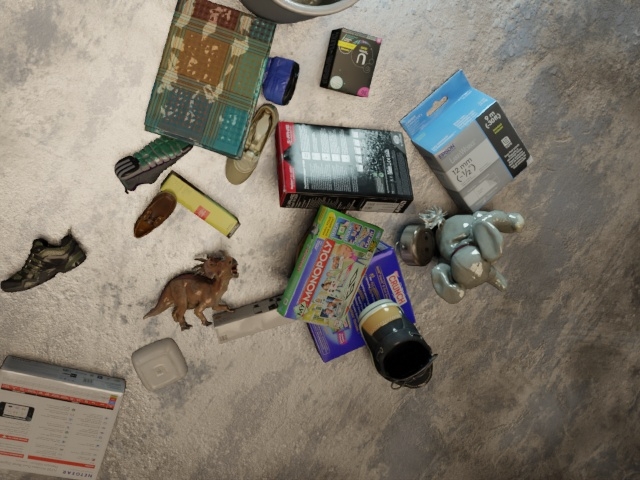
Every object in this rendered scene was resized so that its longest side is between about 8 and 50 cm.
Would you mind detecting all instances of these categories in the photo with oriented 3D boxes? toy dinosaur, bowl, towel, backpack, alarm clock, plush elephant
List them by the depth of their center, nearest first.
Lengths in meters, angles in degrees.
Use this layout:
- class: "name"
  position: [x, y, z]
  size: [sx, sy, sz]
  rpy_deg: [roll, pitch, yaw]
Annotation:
- class: "towel"
  position: [-0.288, -0.424, 1.539]
  size: [0.271, 0.040, 0.371]
  rpy_deg: [16, 96, -6]
- class: "backpack"
  position: [-0.114, -0.429, 1.597]
  size: [0.101, 0.098, 0.120]
  rpy_deg: [17, 102, 11]
- class: "toy dinosaur"
  position: [-0.359, 0.137, 1.679]
  size: [0.295, 0.127, 0.201]
  rpy_deg: [-11, 100, 1]
- class: "plush elephant"
  position: [0.449, 0.047, 1.726]
  size: [0.329, 0.256, 0.272]
  rpy_deg: [20, 129, -29]
- class: "bowl"
  position: [-0.475, 0.374, 1.744]
  size: [0.142, 0.053, 0.142]
  rpy_deg: [-23, 109, -6]
- class: "alarm clock"
  position: [0.289, 0.017, 1.803]
  size: [0.192, 0.064, 0.130]
  rpy_deg: [-7, 98, -44]

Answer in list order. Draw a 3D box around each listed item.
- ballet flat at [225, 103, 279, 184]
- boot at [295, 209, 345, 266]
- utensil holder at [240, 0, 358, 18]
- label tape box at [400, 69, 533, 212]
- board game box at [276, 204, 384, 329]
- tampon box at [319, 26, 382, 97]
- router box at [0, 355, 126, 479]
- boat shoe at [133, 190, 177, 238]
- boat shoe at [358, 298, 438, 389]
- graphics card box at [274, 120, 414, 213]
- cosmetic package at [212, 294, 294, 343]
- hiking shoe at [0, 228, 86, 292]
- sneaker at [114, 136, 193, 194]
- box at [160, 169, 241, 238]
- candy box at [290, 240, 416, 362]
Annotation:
- class: "ballet flat"
  position: [-0.190, -0.263, 1.628]
  size: [0.086, 0.086, 0.249]
  rpy_deg: [24, 98, -20]
- class: "boot"
  position: [0.000, 0.000, 1.682]
  size: [0.112, 0.115, 0.306]
  rpy_deg: [18, 79, 0]
- class: "utensil holder"
  position: [-0.057, -0.684, 1.384]
  size: [0.327, 0.385, 0.328]
  rpy_deg: [-4, 107, -14]
- class: "label tape box"
  position: [0.441, -0.294, 1.772]
  size: [0.249, 0.115, 0.348]
  rpy_deg: [-41, 113, -1]
- class: "board game box"
  position: [0.030, 0.081, 1.644]
  size: [0.213, 0.046, 0.318]
  rpy_deg: [18, 98, -38]
- class: "tampon box"
  position: [0.081, -0.487, 1.626]
  size: [0.120, 0.101, 0.161]
  rpy_deg: [9, 103, -16]
- class: "router box"
  position: [-0.767, 0.514, 1.689]
  size: [0.335, 0.082, 0.301]
  rpy_deg: [18, 100, -19]
- class: "boat shoe"
  position: [-0.445, -0.063, 1.584]
  size: [0.064, 0.060, 0.178]
  rpy_deg: [38, 125, -19]
- class: "boat shoe"
  position: [0.250, 0.355, 1.781]
  size: [0.186, 0.156, 0.500]
  rpy_deg: [-32, 140, 0]
- class: "graphics card box"
  position: [0.062, -0.202, 1.644]
  size: [0.370, 0.094, 0.233]
  rpy_deg: [1, 64, -15]
- class: "cosmetic package"
  position: [-0.197, 0.229, 1.755]
  size: [0.238, 0.099, 0.061]
  rpy_deg: [-16, 106, -11]
- class: "hiking shoe"
  position: [-0.750, 0.056, 1.577]
  size: [0.226, 0.086, 0.114]
  rpy_deg: [-26, 97, -13]
- class: "sneaker"
  position: [-0.442, -0.208, 1.595]
  size: [0.223, 0.083, 0.098]
  rpy_deg: [-29, 150, -19]
- class: "box"
  position: [-0.330, -0.099, 1.634]
  size: [0.232, 0.087, 0.058]
  rpy_deg: [38, 93, -22]
- class: "candy box"
  position: [0.102, 0.183, 1.809]
  size: [0.316, 0.122, 0.268]
  rpy_deg: [-21, 108, -7]
